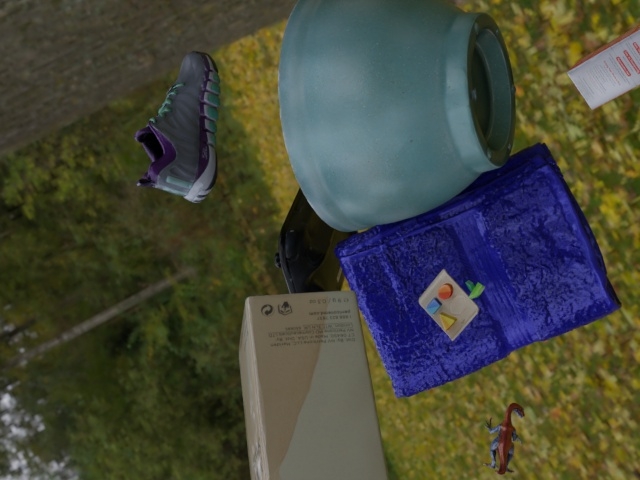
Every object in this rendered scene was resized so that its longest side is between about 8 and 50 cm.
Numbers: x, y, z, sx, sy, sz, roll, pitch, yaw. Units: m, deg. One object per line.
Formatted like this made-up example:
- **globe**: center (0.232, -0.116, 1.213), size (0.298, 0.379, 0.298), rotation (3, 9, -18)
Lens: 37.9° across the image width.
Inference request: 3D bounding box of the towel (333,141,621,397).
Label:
- **towel**: center (0.186, 0.042, 1.155), size (0.228, 0.308, 0.076), rotation (66, -163, 8)

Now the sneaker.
- **sneaker**: center (-0.183, -0.158, 1.177), size (0.083, 0.098, 0.224), rotation (-46, 41, 48)

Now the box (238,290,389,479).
- **box**: center (-0.007, 0.221, 0.946), size (0.148, 0.121, 0.311), rotation (104, 161, -56)

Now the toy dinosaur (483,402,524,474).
- **toy dinosaur**: center (0.231, 0.240, 1.135), size (0.090, 0.047, 0.082), rotation (176, 110, -84)

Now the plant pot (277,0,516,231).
- **plant pot**: center (0.109, -0.161, 1.075), size (0.293, 0.196, 0.293), rotation (11, -102, -61)

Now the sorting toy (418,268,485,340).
- **sorting toy**: center (0.142, 0.062, 0.996), size (0.062, 0.012, 0.083), rotation (52, 133, 21)

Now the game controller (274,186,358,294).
- **game controller**: center (0.000, 0.000, 1.335), size (0.319, 0.067, 0.167), rotation (-69, -25, -60)

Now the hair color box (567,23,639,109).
- **hair color box**: center (0.434, -0.253, 1.337), size (0.141, 0.043, 0.072), rotation (-28, 101, 48)
